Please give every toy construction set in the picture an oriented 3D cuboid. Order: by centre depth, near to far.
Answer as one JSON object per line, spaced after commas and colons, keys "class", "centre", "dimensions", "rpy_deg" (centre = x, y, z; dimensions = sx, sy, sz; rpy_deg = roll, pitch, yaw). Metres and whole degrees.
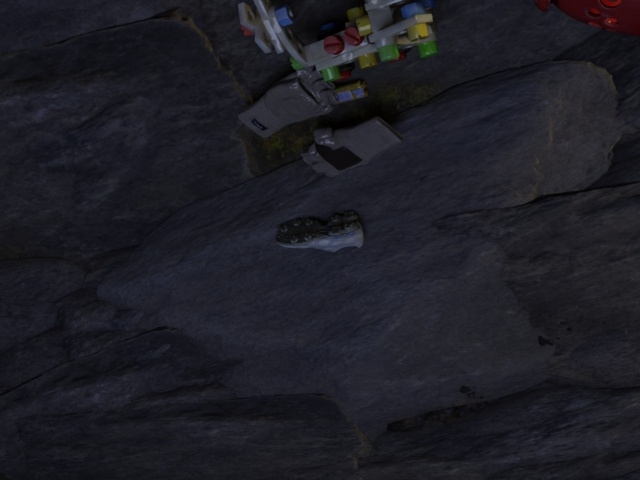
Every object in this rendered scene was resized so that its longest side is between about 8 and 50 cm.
{"class": "toy construction set", "centre": [0.042, -0.323, 1.699], "dimensions": [0.328, 0.215, 0.151], "rpy_deg": [1, 98, 24]}

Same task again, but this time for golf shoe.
{"class": "golf shoe", "centre": [0.000, 0.000, 2.131], "dimensions": [0.176, 0.069, 0.086], "rpy_deg": [-6, 139, 19]}

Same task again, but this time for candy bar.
{"class": "candy bar", "centre": [0.007, -0.249, 1.910], "dimensions": [0.162, 0.018, 0.040], "rpy_deg": [-11, 135, 21]}

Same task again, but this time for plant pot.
{"class": "plant pot", "centre": [0.397, -0.395, 1.555], "dimensions": [0.174, 0.191, 0.191], "rpy_deg": [10, 136, 9]}

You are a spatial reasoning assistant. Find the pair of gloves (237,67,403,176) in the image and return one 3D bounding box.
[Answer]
{"class": "pair of gloves", "centre": [0.002, -0.205, 1.920], "dimensions": [0.240, 0.042, 0.204], "rpy_deg": [32, 144, -24]}
